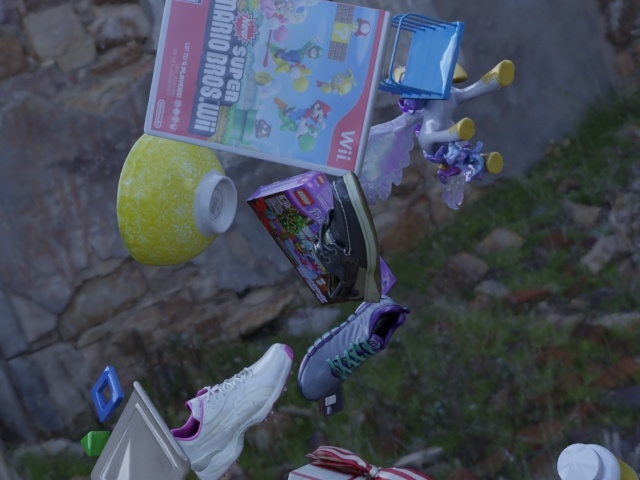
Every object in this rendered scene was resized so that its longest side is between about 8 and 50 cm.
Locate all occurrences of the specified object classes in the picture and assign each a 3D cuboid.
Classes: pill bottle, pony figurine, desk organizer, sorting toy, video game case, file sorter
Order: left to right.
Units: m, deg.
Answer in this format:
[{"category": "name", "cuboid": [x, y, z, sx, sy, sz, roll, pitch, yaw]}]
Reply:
[{"category": "sorting toy", "cuboid": [-0.248, 0.329, 1.340, 0.047, 0.196, 0.348, 10, 23, -41]}, {"category": "video game case", "cuboid": [-0.069, -0.203, 1.164, 0.285, 0.204, 0.025, 13, 8, 13]}, {"category": "desk organizer", "cuboid": [0.009, 0.266, 1.808, 0.047, 0.130, 0.050, -17, 25, -28]}, {"category": "file sorter", "cuboid": [0.133, -0.291, 1.487, 0.104, 0.118, 0.170, 11, 5, -19]}, {"category": "pony figurine", "cuboid": [0.248, -0.232, 2.020, 0.303, 0.351, 0.363, 1, 9, -26]}, {"category": "pill bottle", "cuboid": [0.488, 0.419, 1.662, 0.103, 0.184, 0.103, -21, 52, 29]}]

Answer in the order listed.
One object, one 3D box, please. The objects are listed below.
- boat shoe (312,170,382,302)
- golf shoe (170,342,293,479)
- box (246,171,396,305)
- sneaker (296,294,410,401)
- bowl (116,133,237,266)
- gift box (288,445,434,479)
[{"category": "boat shoe", "cuboid": [0.028, 0.009, 1.088, 0.073, 0.223, 0.080, -14, 56, 0]}, {"category": "golf shoe", "cuboid": [-0.172, 0.314, 1.826, 0.306, 0.140, 0.115, -55, 18, -10]}, {"category": "box", "cuboid": [0.000, 0.000, 1.951, 0.201, 0.293, 0.057, -14, 28, 49]}, {"category": "sneaker", "cuboid": [0.052, 0.178, 1.562, 0.223, 0.083, 0.098, -48, 16, -11]}, {"category": "bowl", "cuboid": [-0.263, -0.080, 1.904, 0.156, 0.289, 0.289, 9, 23, 24]}, {"category": "gift box", "cuboid": [0.064, 0.510, 1.686, 0.255, 0.258, 0.276, 12, 1, 15]}]
